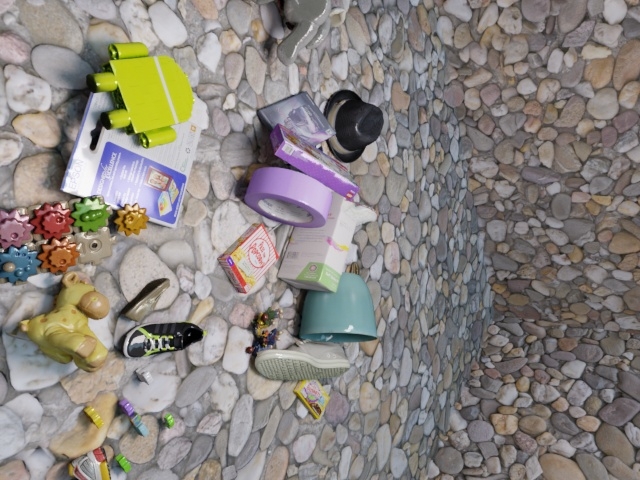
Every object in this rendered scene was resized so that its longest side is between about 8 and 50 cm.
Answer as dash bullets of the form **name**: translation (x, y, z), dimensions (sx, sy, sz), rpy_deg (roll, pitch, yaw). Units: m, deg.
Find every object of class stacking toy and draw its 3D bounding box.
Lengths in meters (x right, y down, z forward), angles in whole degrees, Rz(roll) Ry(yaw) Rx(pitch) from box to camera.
- **stacking toy**: translation (-0.493, 0.468, 1.173), dimensions (0.167, 0.052, 0.221), rpy_deg (-39, 124, -41)

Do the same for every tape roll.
- **tape roll**: translation (-0.102, -0.132, 1.446), dimensions (0.274, 0.274, 0.090), rpy_deg (35, 65, -47)

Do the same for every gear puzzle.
- **gear puzzle**: translation (-0.548, -0.010, 1.014), dimensions (0.338, 0.044, 0.176), rpy_deg (-18, 119, -42)

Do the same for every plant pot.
- **plant pot**: translation (0.068, 0.253, 1.697), dimensions (0.293, 0.292, 0.235), rpy_deg (25, 60, -50)

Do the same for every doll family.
- **doll family**: translation (-0.194, 0.315, 1.523), dimensions (0.111, 0.076, 0.193), rpy_deg (-6, 100, -56)

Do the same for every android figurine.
- **android figurine**: translation (-0.423, -0.359, 1.098), dimensions (0.273, 0.056, 0.248), rpy_deg (-36, 117, -47)

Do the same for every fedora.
- **fedora**: translation (0.163, -0.482, 1.862), dimensions (0.334, 0.152, 0.334), rpy_deg (-6, 97, -52)

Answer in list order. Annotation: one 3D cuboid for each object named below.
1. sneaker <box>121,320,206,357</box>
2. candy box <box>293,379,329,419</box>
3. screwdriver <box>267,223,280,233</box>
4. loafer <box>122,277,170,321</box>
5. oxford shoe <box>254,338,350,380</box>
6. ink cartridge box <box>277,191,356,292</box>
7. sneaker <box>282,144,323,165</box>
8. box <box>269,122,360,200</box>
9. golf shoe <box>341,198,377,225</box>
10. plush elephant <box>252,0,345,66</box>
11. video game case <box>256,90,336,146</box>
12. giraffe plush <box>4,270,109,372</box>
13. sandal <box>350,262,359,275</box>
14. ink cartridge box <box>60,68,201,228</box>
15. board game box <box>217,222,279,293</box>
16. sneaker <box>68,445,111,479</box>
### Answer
- **sneaker**: translation (-0.416, 0.263, 1.214), dimensions (0.234, 0.097, 0.084), rpy_deg (-8, 98, -51)
- **candy box**: translation (-0.032, 0.616, 1.784), dimensions (0.105, 0.027, 0.206), rpy_deg (-58, 134, -37)
- **screwdriver**: translation (-0.147, -0.060, 1.601), dimensions (0.170, 0.024, 0.025), rpy_deg (-39, 151, -41)
- **loafer**: translation (-0.459, 0.158, 1.193), dimensions (0.148, 0.056, 0.050), rpy_deg (-44, 127, -29)
- **oxford shoe**: translation (-0.067, 0.433, 1.656), dimensions (0.449, 0.169, 0.130), rpy_deg (17, 44, -44)
- **ink cartridge box**: translation (0.000, 0.000, 1.639), dimensions (0.119, 0.207, 0.354), rpy_deg (37, 64, -45)
- **sneaker**: translation (-0.050, -0.306, 1.660), dimensions (0.217, 0.079, 0.121), rpy_deg (-50, 129, -38)
- **box**: translation (-0.022, -0.254, 1.437), dimensions (0.293, 0.201, 0.057), rpy_deg (29, 110, -24)
- **golf shoe**: translation (0.125, -0.100, 1.889), dimensions (0.306, 0.115, 0.140), rpy_deg (14, 92, -45)
- **plush elephant**: translation (-0.052, -0.788, 1.491), dimensions (0.272, 0.330, 0.255), rpy_deg (55, 13, -17)
- **video game case**: translation (-0.078, -0.417, 1.595), dimensions (0.196, 0.026, 0.274), rpy_deg (54, 46, -4)
- **giraffe plush**: translation (-0.555, 0.175, 1.011), dimensions (0.210, 0.181, 0.171), rpy_deg (29, 53, -12)
- **sandal**: translation (0.137, 0.183, 1.962), dimensions (0.072, 0.049, 0.180), rpy_deg (46, 43, -50)
- **ink cartridge box**: translation (-0.474, -0.216, 1.140), dimensions (0.307, 0.072, 0.304), rpy_deg (23, 75, -47)
- **board game box**: translation (-0.233, 0.057, 1.477), dimensions (0.193, 0.045, 0.147), rpy_deg (-51, 130, -37)
- **sneaker**: translation (-0.557, 0.616, 1.087), dimensions (0.092, 0.088, 0.226), rpy_deg (-12, 102, -30)
